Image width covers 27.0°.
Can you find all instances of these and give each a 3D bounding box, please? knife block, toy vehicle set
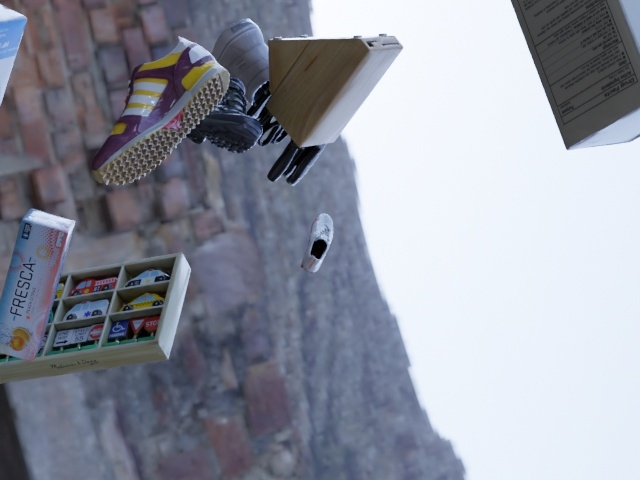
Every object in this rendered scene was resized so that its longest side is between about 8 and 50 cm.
[{"bbox_3d":[-0.001,-0.197,2.071,0.276,0.088,0.242,6,-76,40],"label":"knife block"},{"bbox_3d":[-0.319,0.108,1.833,0.166,0.267,0.035,-82,155,-44],"label":"toy vehicle set"}]

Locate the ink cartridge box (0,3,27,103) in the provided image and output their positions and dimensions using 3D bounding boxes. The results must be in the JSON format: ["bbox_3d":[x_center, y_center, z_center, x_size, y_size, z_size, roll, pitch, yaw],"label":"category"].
[{"bbox_3d":[-0.433,-0.169,1.489,0.134,0.078,0.231,27,-68,10],"label":"ink cartridge box"}]

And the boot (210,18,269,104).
[{"bbox_3d":[-0.134,-0.270,2.280,0.123,0.095,0.258,58,-18,7],"label":"boot"}]

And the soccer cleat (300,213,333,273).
[{"bbox_3d":[0.000,0.000,1.518,0.035,0.029,0.083,-51,-165,52],"label":"soccer cleat"}]

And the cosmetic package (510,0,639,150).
[{"bbox_3d":[0.328,-0.272,1.567,0.153,0.129,0.296,-29,-106,49],"label":"cosmetic package"}]

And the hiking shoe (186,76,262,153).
[{"bbox_3d":[-0.153,-0.206,2.059,0.227,0.086,0.114,17,-104,53],"label":"hiking shoe"}]

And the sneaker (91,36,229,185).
[{"bbox_3d":[-0.187,-0.139,1.436,0.084,0.185,0.069,42,-15,21],"label":"sneaker"}]

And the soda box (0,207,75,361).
[{"bbox_3d":[-0.366,0.057,1.685,0.058,0.063,0.183,-95,-158,-75],"label":"soda box"}]
